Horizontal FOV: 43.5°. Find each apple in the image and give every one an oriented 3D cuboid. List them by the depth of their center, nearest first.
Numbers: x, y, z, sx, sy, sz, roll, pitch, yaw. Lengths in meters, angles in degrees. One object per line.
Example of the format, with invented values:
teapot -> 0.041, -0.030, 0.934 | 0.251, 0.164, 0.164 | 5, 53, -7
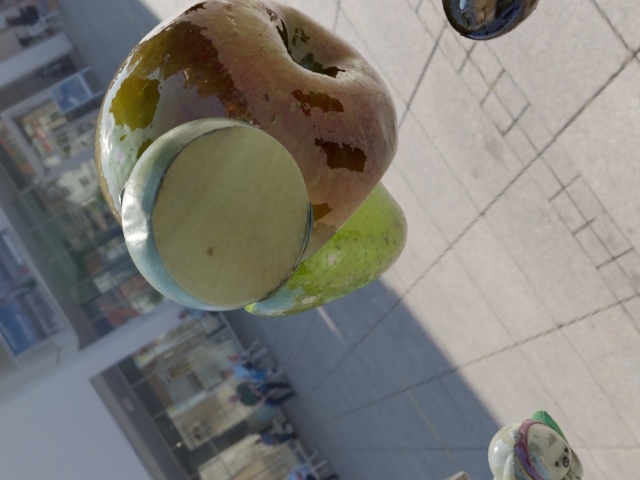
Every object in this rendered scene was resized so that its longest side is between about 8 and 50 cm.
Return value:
apple -> -0.094, -0.120, 1.038 | 0.384, 0.374, 0.374 | -8, -121, -54

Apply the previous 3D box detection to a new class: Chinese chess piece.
Chinese chess piece -> -0.100, -0.025, 0.785 | 0.083, 0.188, 0.188 | 6, 129, 53

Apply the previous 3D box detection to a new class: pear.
pear -> 0.000, 0.000, 1.421 | 0.342, 0.318, 0.238 | 164, 96, -75

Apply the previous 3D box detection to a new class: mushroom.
mushroom -> 0.186, -0.277, 0.869 | 0.126, 0.085, 0.109 | -21, 67, 47

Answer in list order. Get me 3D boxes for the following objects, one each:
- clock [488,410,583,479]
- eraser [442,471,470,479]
clock -> 0.237, 0.299, 0.910 | 0.103, 0.231, 0.144 | -7, 136, 33
eraser -> 0.071, 0.391, 0.974 | 0.111, 0.352, 0.077 | -43, 71, 39
